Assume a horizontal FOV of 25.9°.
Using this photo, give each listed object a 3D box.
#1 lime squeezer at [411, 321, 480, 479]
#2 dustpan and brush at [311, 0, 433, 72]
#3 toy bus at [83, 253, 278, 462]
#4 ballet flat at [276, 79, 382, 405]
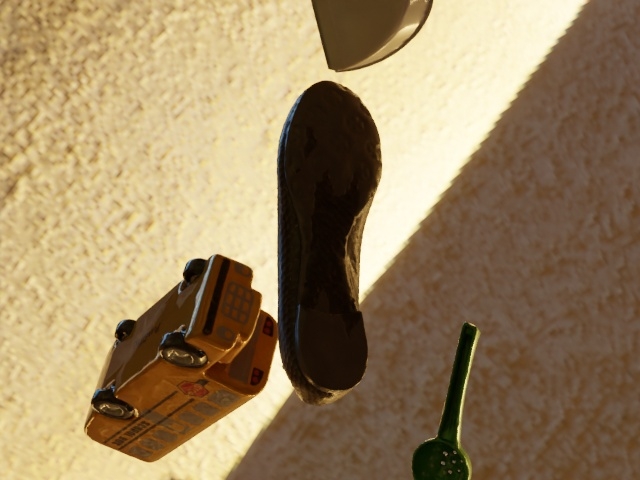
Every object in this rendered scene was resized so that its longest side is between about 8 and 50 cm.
[{"bbox_3d":[0.087,0.230,1.215,0.058,0.110,0.310,25,-100,13],"label":"lime squeezer"},{"bbox_3d":[0.091,-0.273,1.492,0.211,0.060,0.147,-10,-83,39],"label":"dustpan and brush"},{"bbox_3d":[-0.152,0.136,1.520,0.332,0.130,0.108,-38,-149,50],"label":"toy bus"},{"bbox_3d":[0.000,0.000,1.001,0.058,0.084,0.250,137,-42,-56],"label":"ballet flat"}]
